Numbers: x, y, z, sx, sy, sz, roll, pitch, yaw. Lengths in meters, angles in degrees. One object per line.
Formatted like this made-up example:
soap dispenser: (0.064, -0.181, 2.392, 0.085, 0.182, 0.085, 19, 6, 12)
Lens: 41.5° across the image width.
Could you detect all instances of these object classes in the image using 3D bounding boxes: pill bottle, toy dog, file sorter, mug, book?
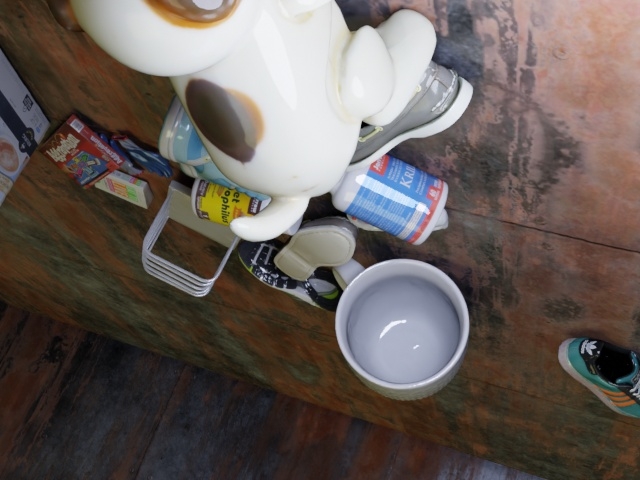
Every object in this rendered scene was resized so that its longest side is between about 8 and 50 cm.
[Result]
pill bottle: (0.095, -0.089, 1.445, 0.222, 0.124, 0.124, 24, 158, -8)
toy dog: (-0.114, -0.235, 0.974, 0.285, 0.395, 0.408, 17, 168, 37)
file sorter: (-0.300, 0.010, 1.943, 0.193, 0.173, 0.278, 28, 165, -6)
mug: (0.157, 0.184, 1.891, 0.374, 0.276, 0.328, 48, 174, 19)
pill bottle: (-0.145, -0.077, 1.711, 0.215, 0.117, 0.117, 15, 157, 16)
book: (-0.475, -0.136, 2.011, 0.144, 0.035, 0.096, 21, 156, 8)

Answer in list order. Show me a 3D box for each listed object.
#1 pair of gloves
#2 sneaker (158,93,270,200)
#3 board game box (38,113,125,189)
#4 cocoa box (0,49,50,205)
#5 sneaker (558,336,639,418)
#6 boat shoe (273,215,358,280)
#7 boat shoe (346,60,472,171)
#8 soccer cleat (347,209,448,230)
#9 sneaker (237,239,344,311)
pair of gloves: (-0.413, -0.186, 1.842, 0.198, 0.023, 0.159, 4, 154, 40)
sneaker: (-0.156, -0.160, 1.490, 0.208, 0.127, 0.319, 19, 177, 6)
board game box: (-0.540, -0.192, 1.893, 0.145, 0.027, 0.281, 43, 155, -18)
cocoa box: (-0.750, -0.264, 1.699, 0.232, 0.228, 0.347, 18, 158, 11)
sneaker: (0.667, 0.307, 1.847, 0.302, 0.108, 0.121, 31, 161, -17)
boat shoe: (0.000, 0.000, 1.783, 0.117, 0.096, 0.324, 38, 155, -8)
boat shoe: (0.087, -0.187, 1.255, 0.091, 0.109, 0.305, 34, 150, -26)
soccer cleat: (0.144, -0.040, 1.586, 0.196, 0.068, 0.076, 3, 158, 27)
sneaker: (-0.081, 0.090, 2.063, 0.300, 0.111, 0.121, 33, 160, -20)
